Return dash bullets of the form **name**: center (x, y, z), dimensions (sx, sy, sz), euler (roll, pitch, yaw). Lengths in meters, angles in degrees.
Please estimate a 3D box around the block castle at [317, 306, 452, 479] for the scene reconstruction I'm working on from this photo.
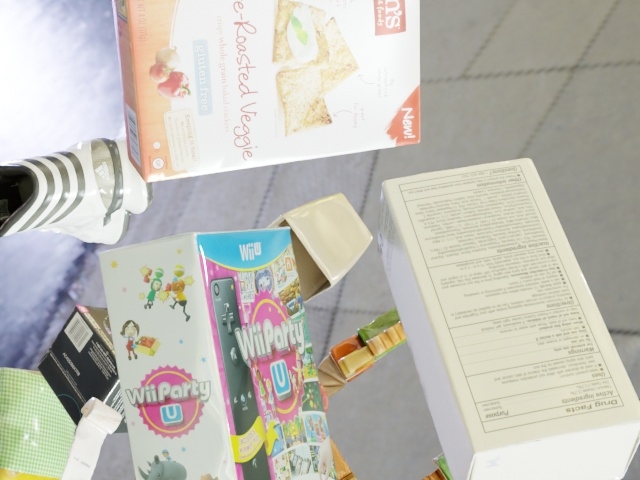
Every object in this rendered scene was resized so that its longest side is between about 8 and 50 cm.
- **block castle**: center (0.181, 0.243, 1.968), dimensions (0.453, 0.303, 0.213), euler (-32, -10, -4)

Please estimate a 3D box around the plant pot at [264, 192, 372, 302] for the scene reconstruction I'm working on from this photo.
- **plant pot**: center (0.000, 0.000, 1.605), dimensions (0.096, 0.109, 0.109), euler (-36, 1, -26)

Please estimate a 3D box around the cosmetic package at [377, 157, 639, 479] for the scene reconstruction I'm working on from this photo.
- **cosmetic package**: center (0.166, 0.078, 1.172), dimensions (0.160, 0.113, 0.309), euler (-9, 53, -8)

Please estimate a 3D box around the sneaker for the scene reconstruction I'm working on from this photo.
- **sneaker**: center (-0.438, -0.079, 2.030), dimensions (0.257, 0.169, 0.447), euler (-7, -6, -19)

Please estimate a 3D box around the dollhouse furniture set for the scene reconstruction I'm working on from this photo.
- **dollhouse furniture set**: center (-0.415, 0.284, 1.767), dimensions (0.151, 0.301, 0.198), euler (3, 82, 36)

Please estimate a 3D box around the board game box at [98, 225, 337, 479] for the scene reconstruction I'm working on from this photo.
- **board game box**: center (-0.080, 0.145, 1.119), dimensions (0.097, 0.303, 0.224), euler (-12, -2, 19)

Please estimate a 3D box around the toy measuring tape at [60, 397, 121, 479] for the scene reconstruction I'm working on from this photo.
- **toy measuring tape**: center (-0.222, 0.291, 1.131), dimensions (0.121, 0.121, 0.330), euler (-9, 50, 35)

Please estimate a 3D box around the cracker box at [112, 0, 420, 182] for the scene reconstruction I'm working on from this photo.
- **cracker box**: center (-0.038, -0.142, 0.979), dimensions (0.232, 0.156, 0.067), euler (-10, 23, -18)

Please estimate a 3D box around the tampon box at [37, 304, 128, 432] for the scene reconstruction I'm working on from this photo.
- **tampon box**: center (-0.237, 0.159, 1.536), dimensions (0.120, 0.161, 0.101), euler (47, 111, 31)
